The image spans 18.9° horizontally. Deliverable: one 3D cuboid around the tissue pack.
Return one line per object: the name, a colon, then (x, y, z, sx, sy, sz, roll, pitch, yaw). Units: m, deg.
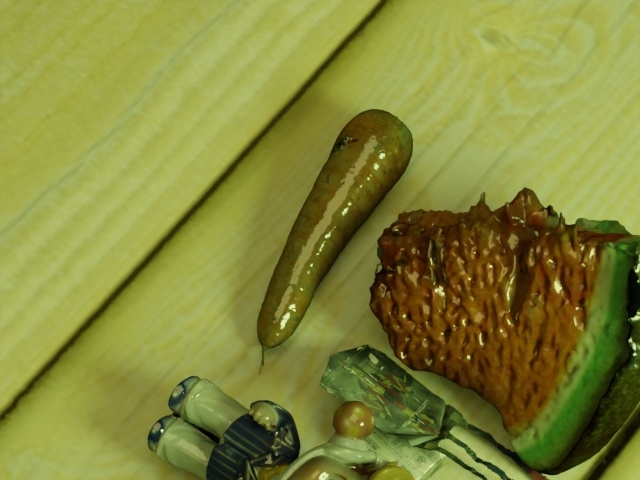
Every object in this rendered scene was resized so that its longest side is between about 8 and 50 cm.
tissue pack: (0.071, 0.195, 1.799, 0.062, 0.042, 0.083, -42, 69, -15)

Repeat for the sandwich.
sandwich: (0.185, 0.059, 1.809, 0.301, 0.250, 0.162, 25, 23, 24)

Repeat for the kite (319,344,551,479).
kite: (0.110, 0.175, 1.786, 0.245, 0.015, 0.141, 33, 26, 11)

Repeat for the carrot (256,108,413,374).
carrot: (0.000, 0.000, 1.890, 0.078, 0.078, 0.298, 25, 71, 14)

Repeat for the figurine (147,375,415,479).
figurine: (-0.034, 0.235, 1.746, 0.274, 0.133, 0.194, 7, 78, 24)
